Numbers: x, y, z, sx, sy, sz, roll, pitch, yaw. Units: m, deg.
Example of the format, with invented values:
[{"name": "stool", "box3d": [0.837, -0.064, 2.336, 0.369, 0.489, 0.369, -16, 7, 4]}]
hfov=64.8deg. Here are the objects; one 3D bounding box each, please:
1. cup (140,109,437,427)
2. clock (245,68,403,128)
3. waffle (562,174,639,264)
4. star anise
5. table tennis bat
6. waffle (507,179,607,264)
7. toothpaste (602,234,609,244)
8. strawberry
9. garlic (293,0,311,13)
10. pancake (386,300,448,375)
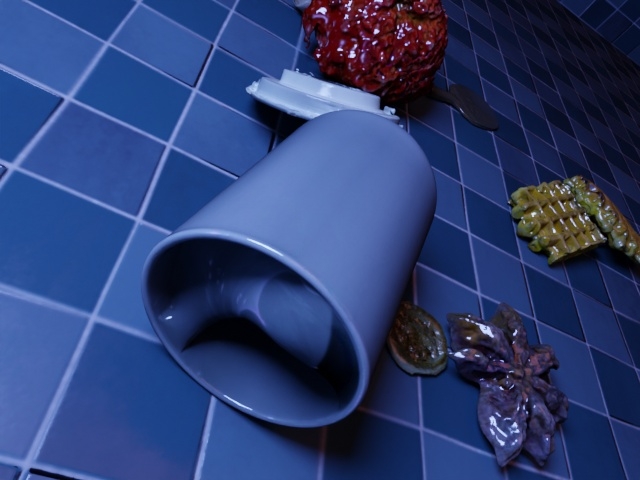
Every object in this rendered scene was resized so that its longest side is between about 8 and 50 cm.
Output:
[{"name": "cup", "box3d": [0.000, 0.000, 0.512, 0.205, 0.205, 0.312, 40, 42, -3]}, {"name": "clock", "box3d": [0.014, -0.199, 0.712, 0.236, 0.053, 0.236, 17, 20, -6]}, {"name": "waffle", "box3d": [0.649, -0.038, 1.125, 0.237, 0.058, 0.244, 20, 39, -41]}, {"name": "star anise", "box3d": [0.256, 0.177, 0.662, 0.196, 0.073, 0.212, -9, 65, -38]}, {"name": "table tennis bat", "box3d": [0.322, -0.312, 1.141, 0.234, 0.022, 0.131, 7, 55, -36]}, {"name": "waffle", "box3d": [0.450, -0.039, 0.988, 0.210, 0.055, 0.161, -10, 64, -36]}, {"name": "toothpaste", "box3d": [0.587, -0.001, 1.092, 0.139, 0.021, 0.037, 1, 59, -34]}, {"name": "strawberry", "box3d": [0.110, -0.378, 0.871, 0.273, 0.220, 0.275, 7, 75, -26]}, {"name": "garlic", "box3d": [-0.001, -0.459, 0.971, 0.113, 0.094, 0.074, -21, 112, -50]}, {"name": "pancake", "box3d": [0.123, 0.124, 0.645, 0.108, 0.017, 0.108, 17, 52, -24]}]
